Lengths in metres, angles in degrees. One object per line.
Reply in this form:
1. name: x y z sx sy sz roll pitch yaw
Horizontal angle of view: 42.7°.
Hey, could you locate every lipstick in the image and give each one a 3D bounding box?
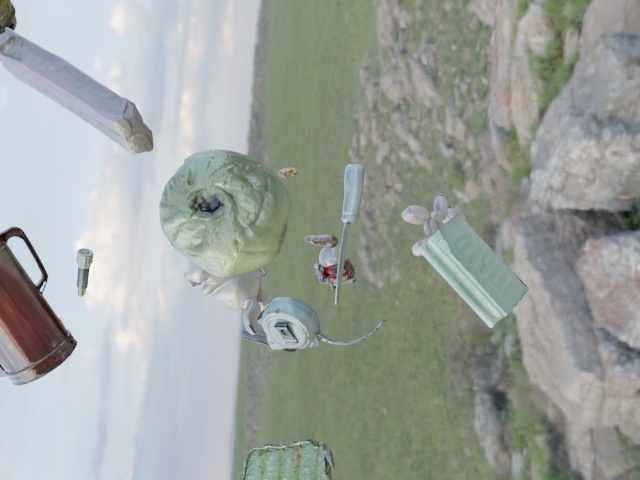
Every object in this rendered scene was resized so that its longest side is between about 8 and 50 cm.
1. lipstick: -0.525 0.074 1.814 0.037 0.037 0.116 -94 15 -60

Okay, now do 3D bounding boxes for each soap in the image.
1. soap: 0.284 0.052 1.512 0.063 0.198 0.114 -47 -6 40

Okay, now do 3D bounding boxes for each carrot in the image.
1. carrot: -0.001 0.001 2.122 0.165 0.036 0.035 3 88 62

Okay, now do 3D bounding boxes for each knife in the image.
1. knife: 0.059 -0.019 1.869 0.080 0.044 0.331 63 -146 -74

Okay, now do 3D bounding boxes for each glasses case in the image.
1. glasses case: -0.149 0.293 2.426 0.191 0.072 0.042 8 91 48

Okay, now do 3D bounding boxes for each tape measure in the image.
1. tape measure: -0.003 0.206 2.006 0.164 0.330 0.084 57 -140 -34

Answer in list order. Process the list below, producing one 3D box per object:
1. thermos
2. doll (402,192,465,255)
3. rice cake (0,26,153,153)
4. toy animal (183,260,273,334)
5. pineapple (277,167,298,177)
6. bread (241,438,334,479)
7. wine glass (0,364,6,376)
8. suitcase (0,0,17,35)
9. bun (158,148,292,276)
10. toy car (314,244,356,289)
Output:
1. thermos: -0.400 0.058 1.011 0.232 0.124 0.099 63 162 -19
2. doll: 0.286 -0.042 2.019 0.059 0.160 0.161 134 127 -58
3. rice cake: -0.385 -0.231 1.259 0.050 0.298 0.106 -52 -19 -15
4. toy animal: -0.260 0.116 2.363 0.154 0.325 0.208 -43 0 26
5. pineapple: -0.087 -0.171 2.058 0.083 0.045 0.019 -159 56 -66
6. bread: -0.035 0.380 1.322 0.110 0.156 0.103 52 -139 -57
7. wine glass: -0.909 0.233 2.172 0.238 0.323 0.238 12 -90 -70
8. suitcase: -0.700 -0.410 1.516 0.143 0.235 0.194 118 170 -68
9. bun: -0.150 -0.051 1.319 0.108 0.221 0.221 103 170 -67
10. toy car: 0.043 0.066 2.354 0.139 0.112 0.112 -139 34 -66
